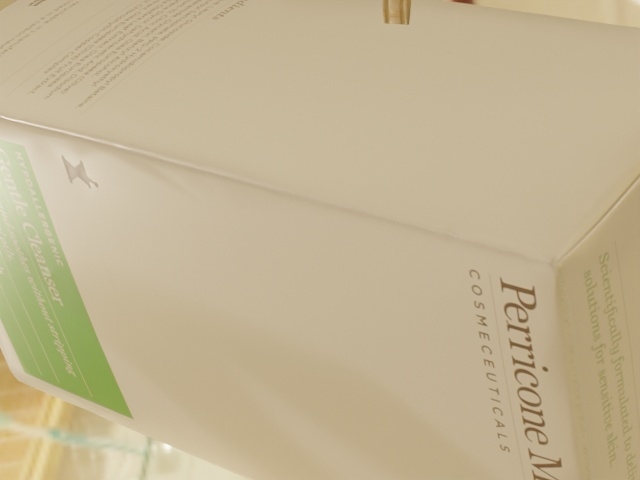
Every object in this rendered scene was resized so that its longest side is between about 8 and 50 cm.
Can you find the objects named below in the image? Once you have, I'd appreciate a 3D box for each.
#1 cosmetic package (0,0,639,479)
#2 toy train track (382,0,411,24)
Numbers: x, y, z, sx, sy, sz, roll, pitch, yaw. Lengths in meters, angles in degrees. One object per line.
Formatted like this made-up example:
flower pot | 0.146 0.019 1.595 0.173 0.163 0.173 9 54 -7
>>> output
cosmetic package | 0.000 0.000 0.630 0.155 0.366 0.197 -42 -49 -34
toy train track | 0.038 -0.092 0.442 0.014 0.083 0.048 -5 -78 -55
